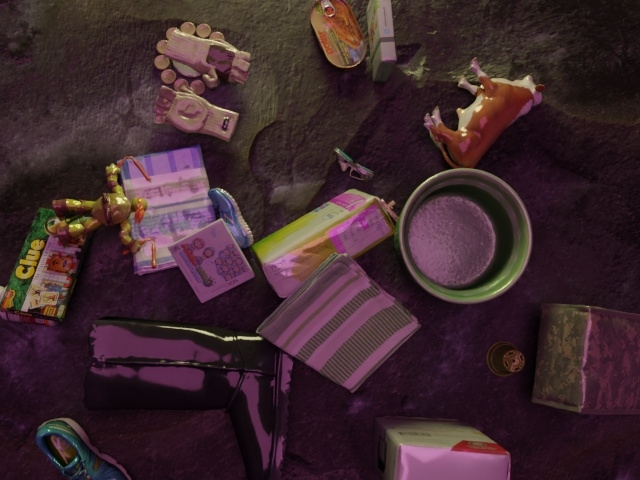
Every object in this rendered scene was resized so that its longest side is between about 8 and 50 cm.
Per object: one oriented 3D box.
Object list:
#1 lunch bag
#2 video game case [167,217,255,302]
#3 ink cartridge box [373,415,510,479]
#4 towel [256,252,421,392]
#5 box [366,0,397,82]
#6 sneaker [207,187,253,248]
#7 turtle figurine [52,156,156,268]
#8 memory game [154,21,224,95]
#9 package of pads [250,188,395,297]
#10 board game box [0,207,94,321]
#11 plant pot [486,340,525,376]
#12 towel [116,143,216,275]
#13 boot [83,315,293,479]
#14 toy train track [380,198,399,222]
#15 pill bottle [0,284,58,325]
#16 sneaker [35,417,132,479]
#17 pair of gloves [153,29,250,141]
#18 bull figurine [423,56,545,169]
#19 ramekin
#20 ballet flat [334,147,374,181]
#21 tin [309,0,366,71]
[{"bbox_3d":[0.638,0.271,1.555,0.287,0.169,0.235,10,83,-28],"label":"lunch bag"},{"bbox_3d":[-0.250,0.048,1.571,0.143,0.019,0.157,-27,105,6],"label":"video game case"},{"bbox_3d":[0.242,0.465,1.447,0.226,0.306,0.131,4,84,-3],"label":"ink cartridge box"},{"bbox_3d":[0.053,0.188,1.491,0.248,0.038,0.325,-45,128,5],"label":"towel"},{"bbox_3d":[0.144,-0.489,1.624,0.038,0.145,0.186,-3,85,-5],"label":"box"},{"bbox_3d":[-0.221,-0.049,1.589,0.073,0.063,0.162,-29,85,-23],"label":"sneaker"},{"bbox_3d":[-0.478,-0.050,1.534,0.217,0.087,0.269,-14,84,-6],"label":"turtle figurine"},{"bbox_3d":[-0.310,-0.441,1.660,0.186,0.012,0.186,0,85,-3],"label":"memory game"},{"bbox_3d":[0.000,0.000,1.516,0.297,0.229,0.101,-31,105,-5],"label":"package of pads"},{"bbox_3d":[-0.606,0.050,1.534,0.136,0.030,0.259,8,60,-1],"label":"board game box"},{"bbox_3d":[0.438,0.277,1.591,0.083,0.079,0.083,0,83,-4],"label":"plant pot"},{"bbox_3d":[-0.357,-0.073,1.608,0.209,0.034,0.284,-11,84,-5],"label":"towel"},{"bbox_3d":[-0.295,0.361,1.504,0.446,0.146,0.366,6,74,-6],"label":"boot"},{"bbox_3d":[0.172,-0.066,1.646,0.048,0.014,0.083,-40,88,-6],"label":"toy train track"},{"bbox_3d":[-0.664,0.143,1.541,0.152,0.086,0.086,8,84,-3],"label":"pill bottle"},{"bbox_3d":[-0.521,0.506,1.499,0.275,0.110,0.107,42,83,1],"label":"sneaker"},{"bbox_3d":[-0.281,-0.367,1.628,0.204,0.042,0.240,12,86,-5],"label":"pair of gloves"},{"bbox_3d":[0.391,-0.314,1.644,0.188,0.101,0.310,40,81,5],"label":"bull figurine"},{"bbox_3d":[0.315,-0.004,1.575,0.304,0.148,0.303,0,85,-5],"label":"ramekin"},{"bbox_3d":[0.073,-0.177,1.642,0.114,0.041,0.041,34,83,2],"label":"ballet flat"},{"bbox_3d":[0.042,-0.505,1.675,0.106,0.040,0.189,-22,85,-9],"label":"tin"}]
